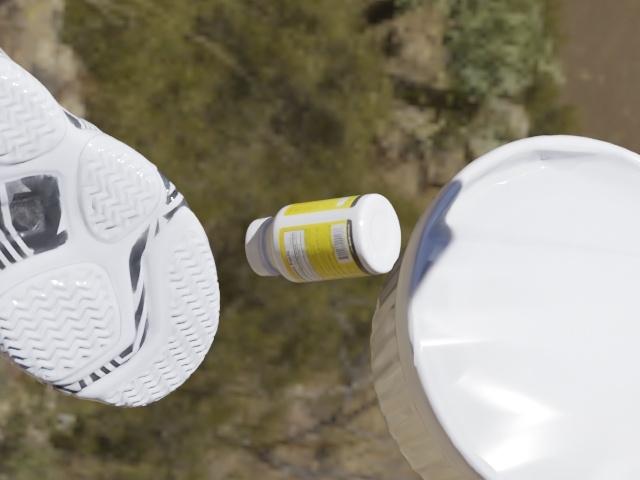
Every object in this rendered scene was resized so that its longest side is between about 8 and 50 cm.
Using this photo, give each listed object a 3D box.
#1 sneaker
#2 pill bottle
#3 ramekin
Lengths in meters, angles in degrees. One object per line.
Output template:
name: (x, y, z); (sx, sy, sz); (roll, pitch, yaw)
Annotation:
sneaker: (-0.211, -0.056, 1.034); (0.137, 0.210, 0.366); (-47, 126, -3)
pill bottle: (0.000, 0.000, 1.416); (0.065, 0.116, 0.065); (15, 72, -57)
ramekin: (0.158, 0.074, 1.208); (0.127, 0.273, 0.272); (139, -30, -63)
